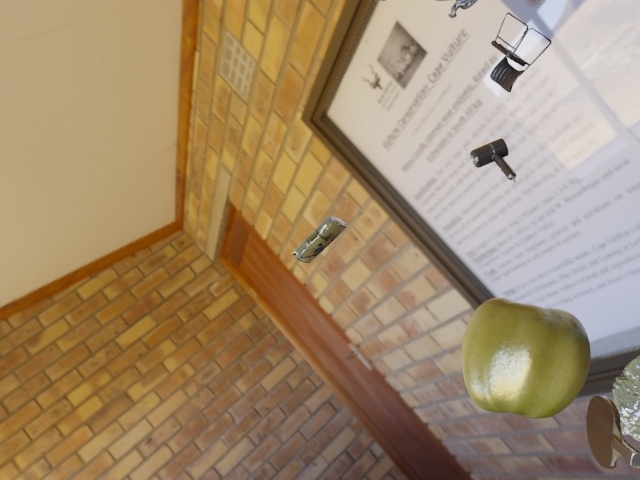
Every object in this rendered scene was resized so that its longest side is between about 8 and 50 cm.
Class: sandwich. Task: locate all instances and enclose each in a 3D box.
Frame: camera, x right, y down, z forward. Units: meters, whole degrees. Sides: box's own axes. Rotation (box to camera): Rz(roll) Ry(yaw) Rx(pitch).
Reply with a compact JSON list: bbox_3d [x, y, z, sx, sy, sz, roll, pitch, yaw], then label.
[{"bbox_3d":[0.862,0.376,1.302,0.131,0.262,0.325,2,-50,-36],"label":"sandwich"}]

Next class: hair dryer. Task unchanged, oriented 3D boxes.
[{"bbox_3d":[0.633,-0.269,1.951,0.124,0.219,0.071,-25,-45,4],"label":"hair dryer"}]

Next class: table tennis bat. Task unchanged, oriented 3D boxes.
[{"bbox_3d":[0.547,0.370,1.034,0.220,0.019,0.130,-8,-79,-83],"label":"table tennis bat"}]

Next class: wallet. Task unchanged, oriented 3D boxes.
[{"bbox_3d":[0.000,0.000,1.505,0.155,0.039,0.110,-45,-19,14],"label":"wallet"}]

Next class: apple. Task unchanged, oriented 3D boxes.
[{"bbox_3d":[0.631,0.373,1.683,0.311,0.361,0.320,11,0,-41],"label":"apple"}]

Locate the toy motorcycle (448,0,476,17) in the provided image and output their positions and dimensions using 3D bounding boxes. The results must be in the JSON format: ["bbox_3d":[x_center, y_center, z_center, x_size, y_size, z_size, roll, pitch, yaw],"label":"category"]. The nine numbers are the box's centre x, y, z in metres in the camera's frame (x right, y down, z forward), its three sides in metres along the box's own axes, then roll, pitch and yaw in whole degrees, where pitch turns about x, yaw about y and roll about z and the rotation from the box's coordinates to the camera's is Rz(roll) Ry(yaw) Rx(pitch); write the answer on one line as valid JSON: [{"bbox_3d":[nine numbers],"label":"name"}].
[{"bbox_3d":[0.235,-0.548,1.148,0.159,0.270,0.106,52,-136,-54],"label":"toy motorcycle"}]

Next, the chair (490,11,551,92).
[{"bbox_3d":[0.678,-0.664,1.962,0.145,0.140,0.221,9,-53,-37],"label":"chair"}]
